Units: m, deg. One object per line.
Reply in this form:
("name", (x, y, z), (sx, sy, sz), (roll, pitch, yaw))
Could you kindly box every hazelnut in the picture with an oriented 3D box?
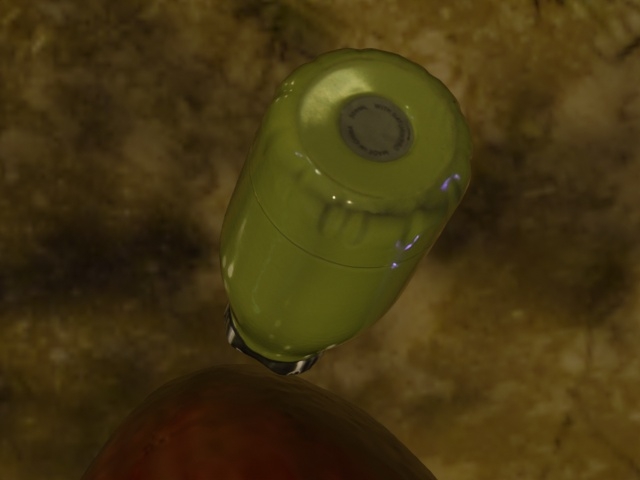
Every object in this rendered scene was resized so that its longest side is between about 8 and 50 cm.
("hazelnut", (-0.050, 0.290, 1.229), (0.353, 0.420, 0.421), (-18, 148, -7))

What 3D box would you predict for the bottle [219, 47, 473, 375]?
("bottle", (0.000, 0.000, 0.961), (0.112, 0.112, 0.260), (2, 153, -13))
